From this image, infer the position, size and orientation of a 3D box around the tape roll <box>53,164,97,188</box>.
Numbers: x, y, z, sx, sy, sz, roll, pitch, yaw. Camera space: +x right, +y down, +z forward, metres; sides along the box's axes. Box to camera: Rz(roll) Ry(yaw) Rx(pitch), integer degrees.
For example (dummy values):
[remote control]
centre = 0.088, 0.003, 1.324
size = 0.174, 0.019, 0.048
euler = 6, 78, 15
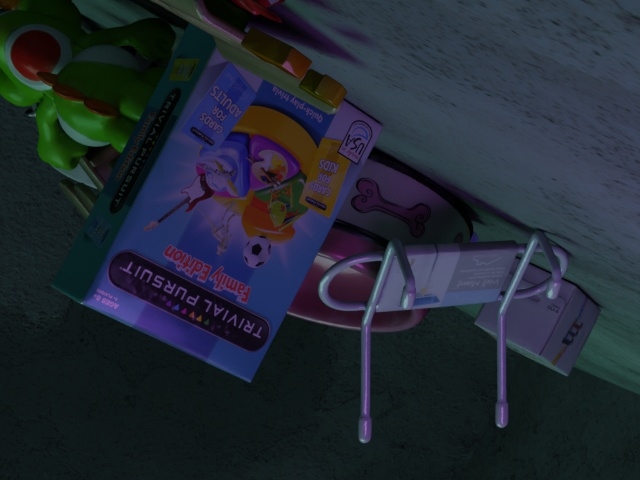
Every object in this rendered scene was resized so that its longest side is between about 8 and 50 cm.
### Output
[tape roll]
centre = -0.250, -0.139, 2.493
size = 0.392, 0.072, 0.392
euler = 11, -164, -3

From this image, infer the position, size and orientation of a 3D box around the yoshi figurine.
[yoshi figurine]
centre = -0.266, -0.188, 1.846
size = 0.362, 0.203, 0.204
euler = 36, 145, 41

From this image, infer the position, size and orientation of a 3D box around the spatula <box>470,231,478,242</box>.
[spatula]
centre = 0.121, -0.070, 2.149
size = 0.296, 0.030, 0.084
euler = 31, 175, -40

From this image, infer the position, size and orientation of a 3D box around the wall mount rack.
[wall mount rack]
centre = 0.167, 0.119, 2.020
size = 0.350, 0.304, 0.130
euler = -3, -131, -17

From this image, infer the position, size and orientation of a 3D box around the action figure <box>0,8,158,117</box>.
[action figure]
centre = -0.331, -0.214, 2.229
size = 0.341, 0.179, 0.330
euler = 18, 169, -43

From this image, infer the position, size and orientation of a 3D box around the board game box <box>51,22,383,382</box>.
[board game box]
centre = -0.108, -0.042, 1.718
size = 0.253, 0.336, 0.079
euler = 29, 176, -38

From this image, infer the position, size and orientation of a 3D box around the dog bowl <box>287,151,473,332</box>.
[dog bowl]
centre = 0.000, 0.000, 2.169
size = 0.408, 0.150, 0.408
euler = 16, 162, 5

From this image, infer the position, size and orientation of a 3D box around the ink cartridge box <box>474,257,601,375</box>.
[ink cartridge box]
centre = 0.347, 0.121, 2.454
size = 0.128, 0.127, 0.176
euler = 26, 176, 28

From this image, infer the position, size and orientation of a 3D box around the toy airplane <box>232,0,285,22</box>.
[toy airplane]
centre = -0.084, -0.227, 1.303
size = 0.151, 0.028, 0.151
euler = 29, 178, 1

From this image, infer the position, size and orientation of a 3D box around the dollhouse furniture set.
[dollhouse furniture set]
centre = -0.252, -0.133, 1.979
size = 0.161, 0.212, 0.242
euler = 54, 164, -19

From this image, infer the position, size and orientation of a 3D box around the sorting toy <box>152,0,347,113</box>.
[sorting toy]
centre = -0.072, -0.194, 1.435
size = 0.307, 0.041, 0.229
euler = 32, -179, 43
